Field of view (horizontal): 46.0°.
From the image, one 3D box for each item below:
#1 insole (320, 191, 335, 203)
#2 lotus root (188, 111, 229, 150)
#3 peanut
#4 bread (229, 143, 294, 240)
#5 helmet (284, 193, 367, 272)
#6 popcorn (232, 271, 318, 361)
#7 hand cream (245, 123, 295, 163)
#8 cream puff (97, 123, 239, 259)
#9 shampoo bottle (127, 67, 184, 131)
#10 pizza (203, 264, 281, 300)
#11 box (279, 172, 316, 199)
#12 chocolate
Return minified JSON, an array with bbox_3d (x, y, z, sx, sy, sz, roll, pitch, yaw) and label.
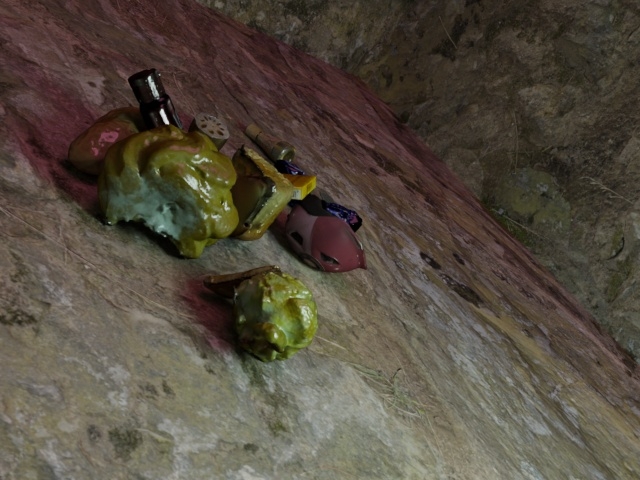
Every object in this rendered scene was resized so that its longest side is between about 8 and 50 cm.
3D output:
[{"bbox_3d":[0.045,-0.096,2.465,0.080,0.003,0.232,23,25,-27],"label":"insole"},{"bbox_3d":[-0.341,-0.319,2.270,0.122,0.081,0.112,24,26,-27],"label":"lotus root"},{"bbox_3d":[-0.497,-0.240,1.820,0.149,0.149,0.313,33,25,-6],"label":"peanut"},{"bbox_3d":[-0.177,-0.100,1.919,0.163,0.204,0.262,33,15,-37],"label":"bread"},{"bbox_3d":[0.000,0.000,2.017,0.253,0.154,0.198,58,-8,27],"label":"helmet"},{"bbox_3d":[-0.098,0.158,1.514,0.198,0.198,0.212,32,30,-7],"label":"popcorn"},{"bbox_3d":[-0.179,-0.329,2.541,0.203,0.084,0.084,37,21,25],"label":"hand cream"},{"bbox_3d":[-0.322,-0.140,1.687,0.323,0.274,0.269,30,31,-19],"label":"cream puff"},{"bbox_3d":[-0.372,-0.259,1.850,0.129,0.084,0.323,-103,175,-62],"label":"shampoo bottle"},{"bbox_3d":[-0.151,0.085,1.615,0.185,0.176,0.036,10,58,-31],"label":"pizza"},{"bbox_3d":[-0.160,-0.157,2.077,0.269,0.043,0.152,6,17,12],"label":"box"},{"bbox_3d":[-0.033,-0.116,2.267,0.343,0.126,0.148,41,-16,21],"label":"chocolate"}]
